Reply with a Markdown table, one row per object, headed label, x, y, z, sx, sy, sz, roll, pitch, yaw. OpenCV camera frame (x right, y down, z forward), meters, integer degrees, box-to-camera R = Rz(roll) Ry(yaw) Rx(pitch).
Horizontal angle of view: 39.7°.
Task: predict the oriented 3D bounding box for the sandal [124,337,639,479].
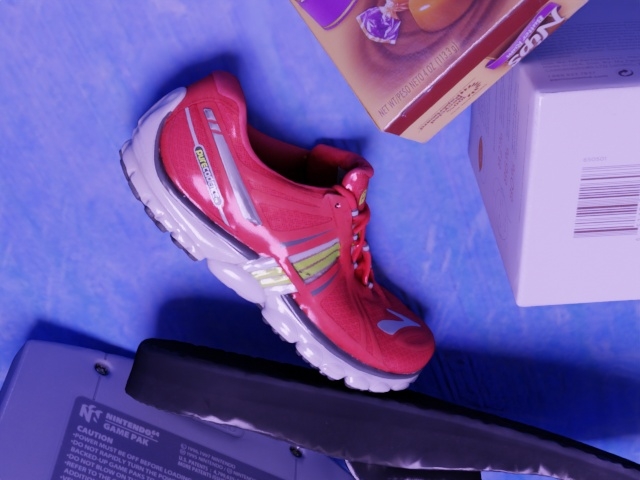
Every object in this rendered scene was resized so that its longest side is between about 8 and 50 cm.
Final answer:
| label | x | y | z | sx | sy | sz | roll | pitch | yaw |
| --- | --- | --- | --- | --- | --- | --- | --- | --- | --- |
| sandal | 0.072 | 0.172 | 0.666 | 0.446 | 0.167 | 0.106 | 14 | 86 | -4 |

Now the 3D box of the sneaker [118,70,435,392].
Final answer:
| label | x | y | z | sx | sy | sz | roll | pitch | yaw |
| --- | --- | --- | --- | --- | --- | --- | --- | --- | --- |
| sneaker | 0.000 | 0.000 | 0.590 | 0.118 | 0.107 | 0.279 | -42 | 120 | 12 |

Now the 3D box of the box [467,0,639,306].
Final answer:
| label | x | y | z | sx | sy | sz | roll | pitch | yaw |
| --- | --- | --- | --- | --- | --- | --- | --- | --- | --- |
| box | 0.143 | -0.066 | 0.503 | 0.091 | 0.170 | 0.130 | -4 | 125 | 1 |

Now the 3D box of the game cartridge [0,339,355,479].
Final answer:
| label | x | y | z | sx | sy | sz | roll | pitch | yaw |
| --- | --- | --- | --- | --- | --- | --- | --- | --- | --- |
| game cartridge | -0.105 | 0.192 | 0.656 | 0.297 | 0.198 | 0.062 | 28 | 119 | -19 |

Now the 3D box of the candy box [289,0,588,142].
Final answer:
| label | x | y | z | sx | sy | sz | roll | pitch | yaw |
| --- | --- | --- | --- | --- | --- | --- | --- | --- | --- |
| candy box | 0.030 | -0.154 | 0.440 | 0.109 | 0.186 | 0.053 | -42 | 157 | 23 |
